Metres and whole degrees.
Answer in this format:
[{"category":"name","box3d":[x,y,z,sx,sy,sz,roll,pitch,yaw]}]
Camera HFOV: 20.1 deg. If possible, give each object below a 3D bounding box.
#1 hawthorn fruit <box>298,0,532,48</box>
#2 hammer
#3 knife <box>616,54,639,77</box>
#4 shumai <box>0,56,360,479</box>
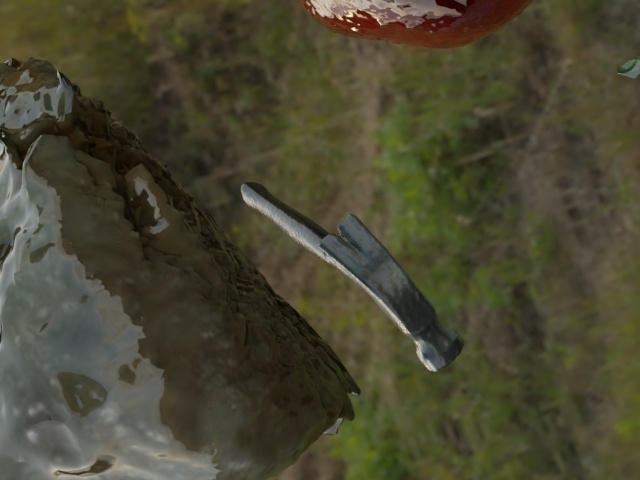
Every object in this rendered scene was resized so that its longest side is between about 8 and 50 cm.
[{"category":"hawthorn fruit","box3d":[0.096,-0.251,1.261,0.300,0.254,0.254,20,125,51]},{"category":"hammer","box3d":[0.000,0.000,1.143,0.103,0.029,0.246,51,172,-32]},{"category":"knife","box3d":[0.284,-0.122,1.244,0.022,0.184,0.026,-115,34,-40]},{"category":"shumai","box3d":[-0.154,0.081,0.821,0.217,0.283,0.346,46,-177,-22]}]
